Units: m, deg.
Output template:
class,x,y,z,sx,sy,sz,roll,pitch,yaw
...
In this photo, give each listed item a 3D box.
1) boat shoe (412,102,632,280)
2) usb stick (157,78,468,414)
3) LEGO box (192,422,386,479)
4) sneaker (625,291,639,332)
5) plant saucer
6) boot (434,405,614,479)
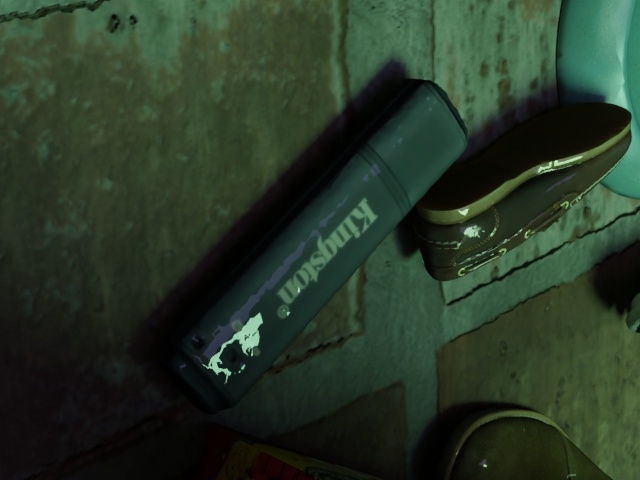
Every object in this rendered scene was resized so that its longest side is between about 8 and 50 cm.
class,x,y,z,sx,sy,sz,roll,pitch,yaw
boat shoe,0.154,-0.039,1.102,0.207,0.073,0.073,-26,124,-24
usb stick,0.000,0.000,0.994,0.278,0.045,0.077,-47,132,-18
LEGO box,0.174,0.303,0.925,0.500,0.372,0.193,22,84,-23
sneaker,0.366,0.021,1.297,0.292,0.110,0.118,-15,108,-46
plant saucer,0.318,-0.182,1.211,0.318,0.044,0.317,-17,117,-36
boot,0.214,0.225,1.224,0.305,0.115,0.112,31,86,-43
